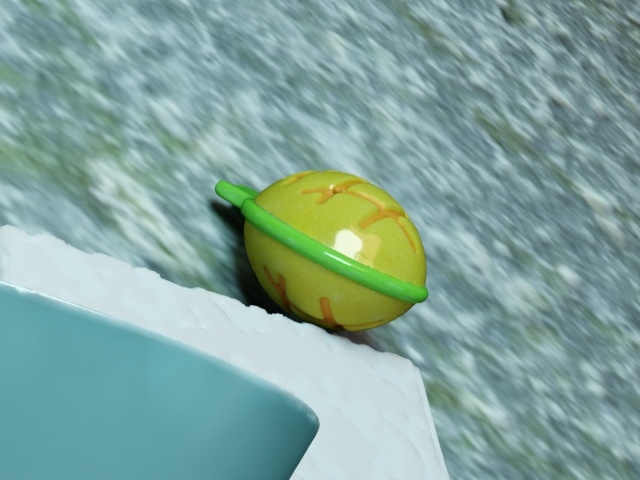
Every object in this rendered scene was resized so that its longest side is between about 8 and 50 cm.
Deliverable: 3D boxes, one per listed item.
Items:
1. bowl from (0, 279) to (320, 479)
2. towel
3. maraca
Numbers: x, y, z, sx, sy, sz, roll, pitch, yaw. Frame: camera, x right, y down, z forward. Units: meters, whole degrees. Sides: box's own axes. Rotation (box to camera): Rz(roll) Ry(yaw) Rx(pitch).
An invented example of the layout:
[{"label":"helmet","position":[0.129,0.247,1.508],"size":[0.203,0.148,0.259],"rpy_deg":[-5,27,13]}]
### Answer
[{"label":"bowl","position":[-0.171,0.112,0.744],"size":[0.312,0.311,0.163],"rpy_deg":[23,75,-32]},{"label":"towel","position":[-0.043,0.161,1.016],"size":[0.332,0.053,0.317],"rpy_deg":[21,39,-34]},{"label":"maraca","position":[0.000,0.000,1.194],"size":[0.127,0.099,0.186],"rpy_deg":[27,4,-32]}]
